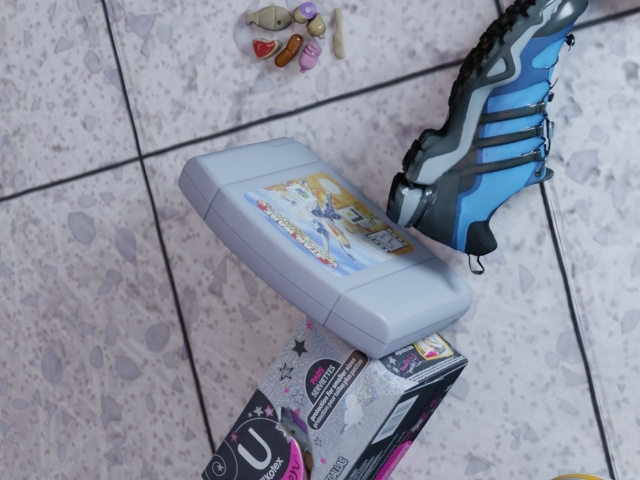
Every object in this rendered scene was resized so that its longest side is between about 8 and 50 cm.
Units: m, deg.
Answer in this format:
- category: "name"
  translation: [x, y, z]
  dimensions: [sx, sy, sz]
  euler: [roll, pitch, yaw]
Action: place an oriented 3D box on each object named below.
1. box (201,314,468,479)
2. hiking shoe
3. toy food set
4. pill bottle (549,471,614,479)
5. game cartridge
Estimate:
- category: "box"
  translation: [0.012, 0.190, 1.751]
  dimensions: [0.142, 0.163, 0.247]
  euler: [41, 116, 19]
- category: "hiking shoe"
  translation: [0.191, -0.122, 1.646]
  dimensions: [0.132, 0.113, 0.304]
  euler: [31, 109, -8]
- category: "toy food set"
  translation: [-0.032, -0.222, 1.802]
  dimensions: [0.122, 0.019, 0.078]
  euler: [-2, 96, 33]
- category: "pill bottle"
  translation: [0.210, 0.333, 1.580]
  dimensions: [0.162, 0.278, 0.162]
  euler: [6, 102, 31]
- category: "game cartridge"
  translation: [0.000, 0.000, 1.711]
  dimensions: [0.297, 0.198, 0.062]
  euler: [40, 116, 20]
